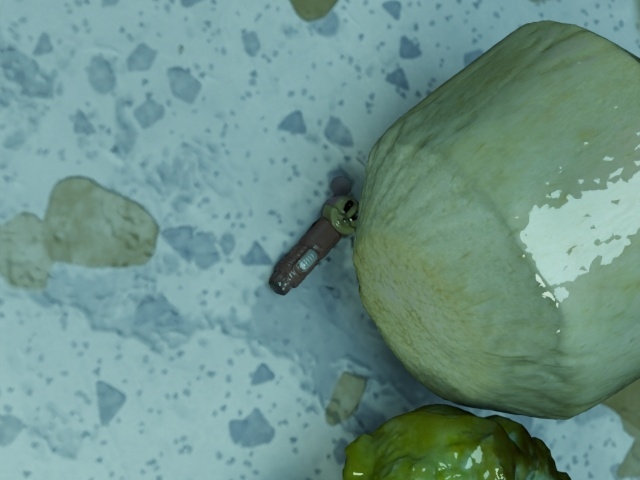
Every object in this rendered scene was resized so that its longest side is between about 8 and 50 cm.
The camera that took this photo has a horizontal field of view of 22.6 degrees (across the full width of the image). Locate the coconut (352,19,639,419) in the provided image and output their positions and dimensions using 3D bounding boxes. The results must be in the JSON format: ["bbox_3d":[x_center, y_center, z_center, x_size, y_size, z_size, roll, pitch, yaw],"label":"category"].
[{"bbox_3d":[0.190,-0.025,1.227,0.329,0.329,0.328,2,85,-27],"label":"coconut"}]

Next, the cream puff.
[{"bbox_3d":[0.091,0.259,1.210,0.282,0.185,0.281,30,55,-53],"label":"cream puff"}]

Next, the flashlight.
[{"bbox_3d":[0.000,0.000,1.274,0.052,0.031,0.110,48,67,-16],"label":"flashlight"}]
